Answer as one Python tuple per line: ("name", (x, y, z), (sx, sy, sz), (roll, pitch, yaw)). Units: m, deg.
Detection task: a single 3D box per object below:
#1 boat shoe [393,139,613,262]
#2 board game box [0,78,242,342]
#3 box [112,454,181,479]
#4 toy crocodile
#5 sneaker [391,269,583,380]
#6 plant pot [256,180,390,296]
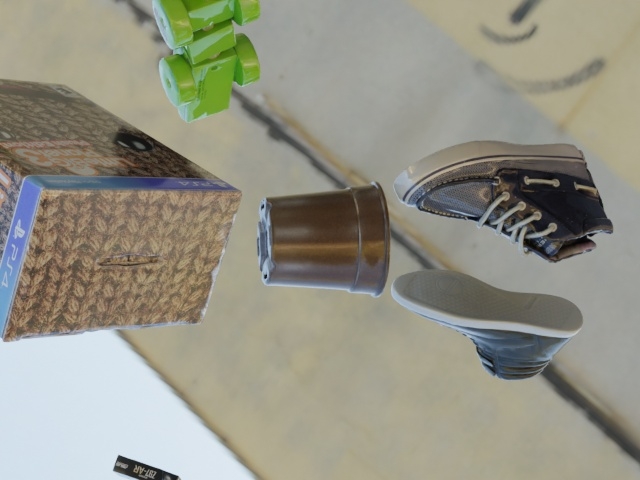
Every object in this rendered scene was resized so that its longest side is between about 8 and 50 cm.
("boat shoe", (0.274, -0.048, 1.935), (0.340, 0.127, 0.158), (-7, -119, -31))
("board game box", (-0.265, -0.040, 1.267), (0.291, 0.141, 0.232), (31, -159, 36))
("box", (-0.179, 0.244, 1.406), (0.067, 0.018, 0.083), (19, 166, 0))
("toy crocodile", (-0.142, -0.255, 1.630), (0.115, 0.340, 0.105), (-22, -113, -14))
("sneaker", (0.239, 0.139, 2.076), (0.295, 0.147, 0.105), (12, -137, -6))
("plant pot", (0.000, 0.000, 1.910), (0.165, 0.167, 0.167), (-1, -148, -13))
